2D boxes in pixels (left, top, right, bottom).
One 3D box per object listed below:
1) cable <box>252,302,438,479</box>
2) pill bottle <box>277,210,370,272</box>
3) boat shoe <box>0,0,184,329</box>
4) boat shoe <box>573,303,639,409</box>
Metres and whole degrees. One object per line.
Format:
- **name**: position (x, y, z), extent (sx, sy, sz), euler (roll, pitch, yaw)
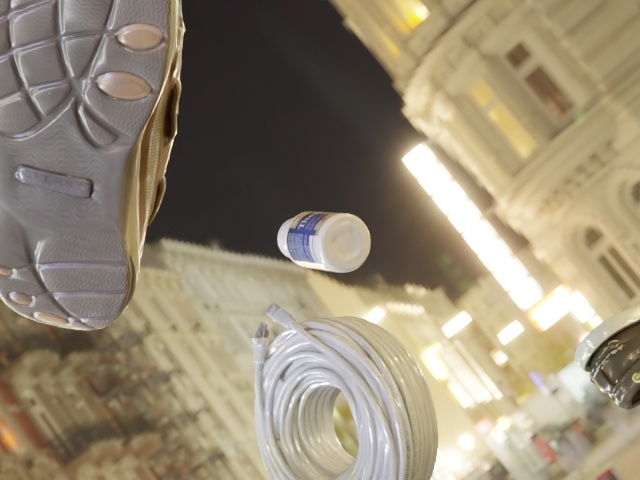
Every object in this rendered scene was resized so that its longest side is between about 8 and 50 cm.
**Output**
- **cable**: position (0.025, 0.216, 1.652), extent (0.089, 0.257, 0.257), euler (-7, -71, -43)
- **pill bottle**: position (0.000, 0.000, 1.616), extent (0.067, 0.067, 0.120), euler (-33, 18, -24)
- **boat shoe**: position (-0.141, -0.097, 0.866), extent (0.116, 0.123, 0.324), euler (-70, -3, -53)
- **boat shoe**: position (0.327, 0.077, 1.215), extent (0.228, 0.068, 0.081), euler (-23, -33, -19)
